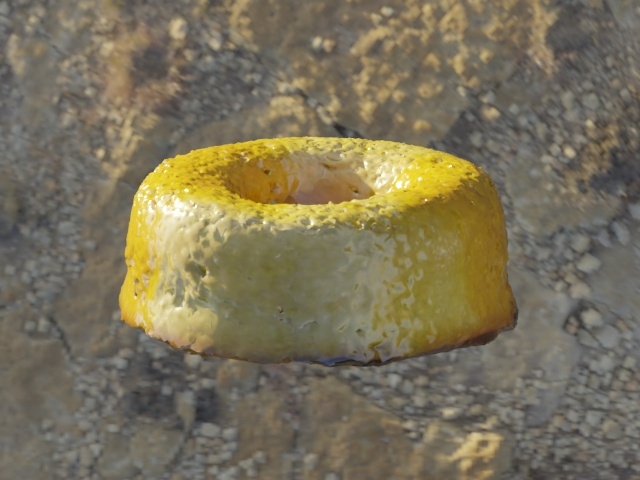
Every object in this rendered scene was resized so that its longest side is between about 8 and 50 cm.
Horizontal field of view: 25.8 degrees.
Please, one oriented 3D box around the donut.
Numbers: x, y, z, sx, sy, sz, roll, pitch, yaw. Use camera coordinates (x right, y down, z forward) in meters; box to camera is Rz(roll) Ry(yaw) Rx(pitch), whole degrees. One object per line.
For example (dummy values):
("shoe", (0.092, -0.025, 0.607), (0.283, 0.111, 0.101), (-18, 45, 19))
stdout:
("donut", (0.000, 0.000, 0.514), (0.152, 0.152, 0.058), (9, 108, 25))
